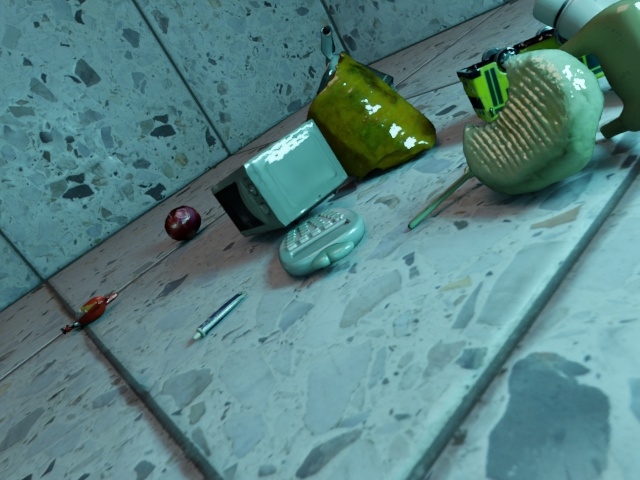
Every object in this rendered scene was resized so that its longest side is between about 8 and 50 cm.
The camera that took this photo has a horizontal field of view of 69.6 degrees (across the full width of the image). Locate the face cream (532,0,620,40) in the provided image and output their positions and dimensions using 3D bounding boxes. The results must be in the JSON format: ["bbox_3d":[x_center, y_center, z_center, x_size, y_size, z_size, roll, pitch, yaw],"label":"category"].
[{"bbox_3d":[0.524,-0.362,0.808,0.143,0.089,0.314,-36,64,-15],"label":"face cream"}]

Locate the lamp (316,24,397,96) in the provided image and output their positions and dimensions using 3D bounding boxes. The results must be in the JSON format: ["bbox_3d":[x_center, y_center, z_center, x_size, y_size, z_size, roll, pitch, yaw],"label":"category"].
[{"bbox_3d":[0.123,-0.493,1.538,0.271,0.375,0.205,6,1,5],"label":"lamp"}]

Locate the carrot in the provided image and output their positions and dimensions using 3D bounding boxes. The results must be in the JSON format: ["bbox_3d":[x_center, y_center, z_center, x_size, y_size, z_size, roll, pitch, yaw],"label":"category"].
[{"bbox_3d":[0.116,-0.295,1.197,0.241,0.340,0.241,-45,-6,-6],"label":"carrot"}]

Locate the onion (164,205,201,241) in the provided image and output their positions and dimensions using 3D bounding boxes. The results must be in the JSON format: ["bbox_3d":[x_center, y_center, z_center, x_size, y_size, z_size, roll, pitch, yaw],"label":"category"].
[{"bbox_3d":[-0.480,-0.057,1.606,0.131,0.131,0.131,-27,21,11],"label":"onion"}]

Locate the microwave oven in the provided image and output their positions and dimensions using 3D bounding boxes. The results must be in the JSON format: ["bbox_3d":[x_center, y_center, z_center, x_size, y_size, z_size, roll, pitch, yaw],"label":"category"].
[{"bbox_3d":[-0.106,-0.133,1.135,0.237,0.181,0.295,-38,12,-24],"label":"microwave oven"}]

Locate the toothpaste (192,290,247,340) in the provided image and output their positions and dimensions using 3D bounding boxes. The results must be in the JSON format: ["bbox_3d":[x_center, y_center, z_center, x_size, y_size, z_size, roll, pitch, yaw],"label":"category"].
[{"bbox_3d":[-0.195,0.144,0.891,0.037,0.021,0.140,-8,28,47],"label":"toothpaste"}]

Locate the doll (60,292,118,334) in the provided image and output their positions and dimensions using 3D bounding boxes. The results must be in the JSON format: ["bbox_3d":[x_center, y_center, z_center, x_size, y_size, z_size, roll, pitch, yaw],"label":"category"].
[{"bbox_3d":[-0.676,0.215,1.340,0.169,0.057,0.109,-42,2,6],"label":"doll"}]

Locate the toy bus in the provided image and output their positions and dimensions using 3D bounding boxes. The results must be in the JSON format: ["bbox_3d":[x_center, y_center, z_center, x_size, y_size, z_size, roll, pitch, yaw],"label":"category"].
[{"bbox_3d":[0.443,-0.358,0.985,0.261,0.150,0.128,-21,18,11],"label":"toy bus"}]

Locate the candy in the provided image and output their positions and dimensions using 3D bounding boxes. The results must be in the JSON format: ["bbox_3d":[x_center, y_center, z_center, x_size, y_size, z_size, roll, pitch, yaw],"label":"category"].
[{"bbox_3d":[0.267,-0.123,0.820,0.305,0.083,0.091,-40,23,-3],"label":"candy"}]

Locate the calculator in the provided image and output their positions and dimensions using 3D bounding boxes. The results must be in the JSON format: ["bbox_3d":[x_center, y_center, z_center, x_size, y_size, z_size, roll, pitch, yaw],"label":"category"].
[{"bbox_3d":[0.000,0.000,0.927,0.184,0.042,0.295,-31,18,-2],"label":"calculator"}]

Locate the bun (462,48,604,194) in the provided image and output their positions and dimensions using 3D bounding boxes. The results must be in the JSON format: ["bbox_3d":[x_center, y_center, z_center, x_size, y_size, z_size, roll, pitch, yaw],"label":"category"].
[{"bbox_3d":[0.322,-0.174,0.696,0.126,0.204,0.212,1,-17,-31],"label":"bun"}]

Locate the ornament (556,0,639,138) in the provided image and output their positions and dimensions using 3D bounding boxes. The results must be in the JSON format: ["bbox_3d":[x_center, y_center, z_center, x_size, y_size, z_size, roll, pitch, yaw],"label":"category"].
[{"bbox_3d":[0.437,-0.210,0.612,0.061,0.230,0.245,-27,-1,-9],"label":"ornament"}]
